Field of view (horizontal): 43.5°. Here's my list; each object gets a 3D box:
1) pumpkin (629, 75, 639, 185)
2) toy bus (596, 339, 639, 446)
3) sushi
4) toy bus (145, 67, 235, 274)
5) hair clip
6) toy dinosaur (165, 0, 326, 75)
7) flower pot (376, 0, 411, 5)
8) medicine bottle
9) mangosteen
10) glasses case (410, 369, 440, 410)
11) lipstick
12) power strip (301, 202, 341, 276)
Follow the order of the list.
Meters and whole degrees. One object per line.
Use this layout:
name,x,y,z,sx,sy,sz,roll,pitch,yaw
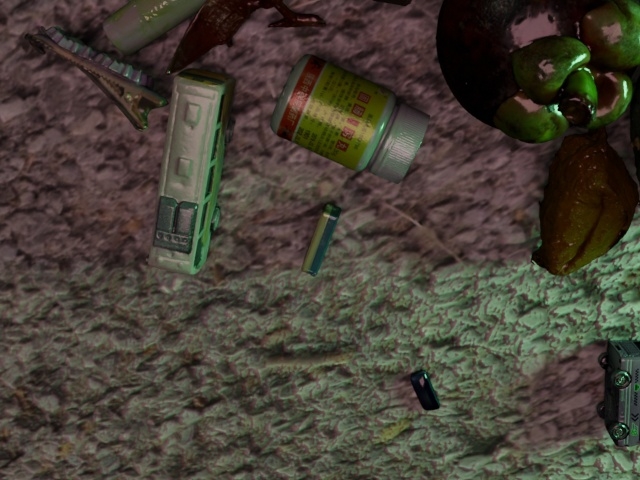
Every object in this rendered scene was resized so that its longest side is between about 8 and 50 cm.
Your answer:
pumpkin,0.596,-0.143,1.151,0.292,0.257,0.327,0,99,-9
toy bus,0.545,0.267,1.399,0.099,0.087,0.178,-3,107,2
sushi,0.420,-0.055,1.258,0.149,0.140,0.287,-4,133,-1
toy bus,-0.212,-0.108,1.328,0.097,0.138,0.342,13,109,0
hair clip,-0.358,-0.272,1.285,0.292,0.106,0.084,34,95,16
toy dinosaur,-0.091,-0.352,1.201,0.328,0.112,0.206,-11,148,1
flower pot,0.138,-0.471,1.154,0.084,0.179,0.250,-8,112,-21
medicine bottle,0.046,-0.190,1.266,0.226,0.139,0.139,24,111,-3
mangosteen,0.305,-0.279,1.124,0.301,0.300,0.300,2,110,6
glasses case,0.193,0.280,1.480,0.034,0.023,0.083,-21,106,12
lipstick,-0.201,-0.397,1.257,0.304,0.076,0.076,-29,104,16
power strip,0.000,0.000,1.384,0.032,0.056,0.123,21,111,0
